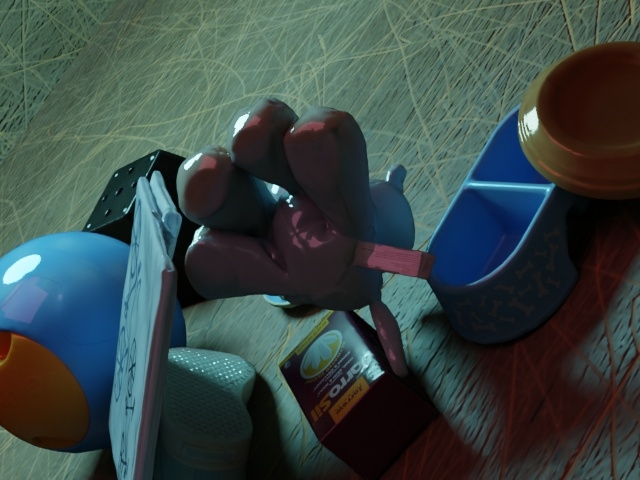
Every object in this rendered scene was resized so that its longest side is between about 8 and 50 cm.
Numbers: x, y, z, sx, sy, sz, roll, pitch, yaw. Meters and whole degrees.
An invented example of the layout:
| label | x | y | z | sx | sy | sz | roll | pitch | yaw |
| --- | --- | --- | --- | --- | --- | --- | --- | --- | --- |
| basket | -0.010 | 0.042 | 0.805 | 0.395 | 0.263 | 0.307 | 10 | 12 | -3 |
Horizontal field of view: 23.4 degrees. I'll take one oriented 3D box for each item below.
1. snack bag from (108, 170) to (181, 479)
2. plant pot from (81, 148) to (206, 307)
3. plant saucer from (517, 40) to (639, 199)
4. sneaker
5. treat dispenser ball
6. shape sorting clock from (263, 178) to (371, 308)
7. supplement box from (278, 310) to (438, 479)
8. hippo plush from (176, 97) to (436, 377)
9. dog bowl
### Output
| label | x | y | z | sx | sy | sz | roll | pitch | yaw |
| --- | --- | --- | --- | --- | --- | --- | --- | --- | --- |
| snack bag | -0.188 | 0.118 | 1.672 | 0.342 | 0.037 | 0.323 | -122 | 40 | -70 |
| plant pot | -0.230 | -0.020 | 2.224 | 0.187 | 0.167 | 0.188 | -20 | 39 | 48 |
| plant saucer | 0.293 | -0.128 | 1.520 | 0.200 | 0.037 | 0.200 | -7 | 52 | 9 |
| sneaker | -0.150 | 0.230 | 1.786 | 0.366 | 0.135 | 0.150 | -95 | 17 | -77 |
| treat dispenser ball | -0.318 | 0.131 | 2.007 | 0.288 | 0.288 | 0.288 | -38 | 27 | 23 |
| shape sorting clock | 0.000 | 0.000 | 1.958 | 0.206 | 0.040 | 0.206 | -38 | 27 | 24 |
| supplement box | 0.036 | 0.156 | 1.625 | 0.104 | 0.081 | 0.188 | -47 | 25 | 5 |
| hippo plush | 0.019 | -0.039 | 1.616 | 0.236 | 0.294 | 0.234 | -28 | -46 | -64 |
| dog bowl | 0.212 | -0.036 | 1.587 | 0.166 | 0.074 | 0.297 | 7 | 60 | 52 |
